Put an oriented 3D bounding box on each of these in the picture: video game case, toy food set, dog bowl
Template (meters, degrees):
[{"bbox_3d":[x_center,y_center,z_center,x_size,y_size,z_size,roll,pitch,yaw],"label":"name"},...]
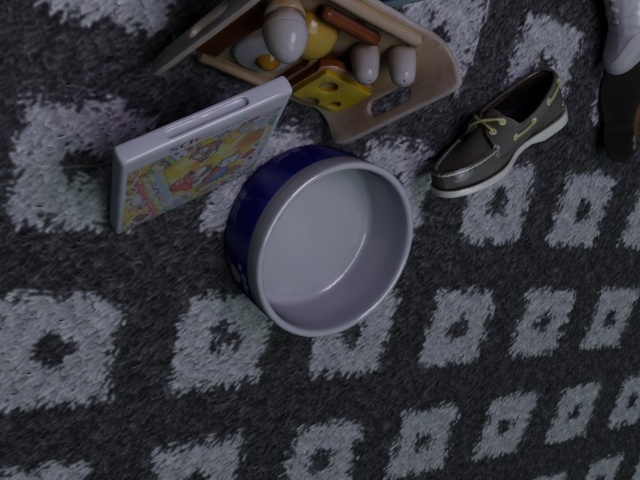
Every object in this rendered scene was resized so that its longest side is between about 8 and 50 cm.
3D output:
[{"bbox_3d":[-0.147,-0.093,0.889,0.206,0.227,0.026,-28,82,-23],"label":"video game case"},{"bbox_3d":[-0.012,-0.199,0.901,0.306,0.219,0.092,16,64,-40],"label":"toy food set"},{"bbox_3d":[0.000,0.000,1.091,0.265,0.104,0.265,-16,120,-30],"label":"dog bowl"}]

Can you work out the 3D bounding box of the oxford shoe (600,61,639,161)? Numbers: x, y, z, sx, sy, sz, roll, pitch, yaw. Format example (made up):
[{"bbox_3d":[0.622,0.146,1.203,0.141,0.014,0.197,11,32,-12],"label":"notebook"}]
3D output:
[{"bbox_3d":[0.565,-0.259,1.417,0.076,0.076,0.212,-42,135,-53],"label":"oxford shoe"}]

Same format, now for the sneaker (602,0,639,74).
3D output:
[{"bbox_3d":[0.507,-0.432,1.271,0.152,0.114,0.305,2,121,-6],"label":"sneaker"}]

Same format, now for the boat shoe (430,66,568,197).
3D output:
[{"bbox_3d":[0.282,-0.174,1.214,0.305,0.109,0.091,-36,128,-25],"label":"boat shoe"}]

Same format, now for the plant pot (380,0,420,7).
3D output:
[{"bbox_3d":[0.071,-0.437,0.836,0.248,0.247,0.252,47,55,-41],"label":"plant pot"}]
